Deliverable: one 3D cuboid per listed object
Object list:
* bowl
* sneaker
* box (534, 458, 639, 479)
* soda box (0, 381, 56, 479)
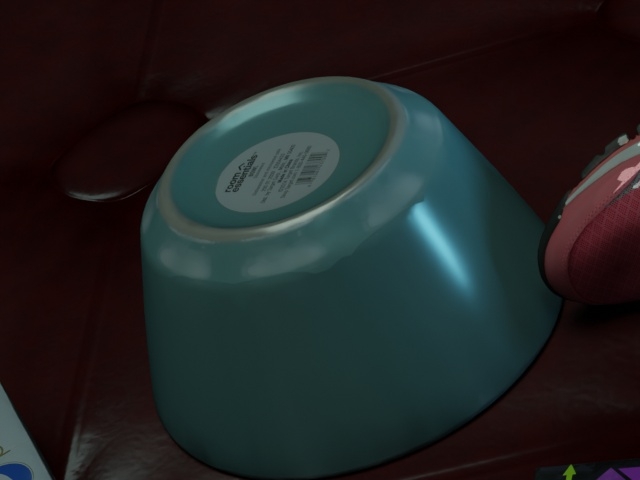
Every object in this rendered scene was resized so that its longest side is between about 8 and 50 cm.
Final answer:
[{"bbox_3d":[0.000,0.000,1.340,0.312,0.163,0.311,-15,34,11],"label":"bowl"},{"bbox_3d":[0.292,-0.015,1.228,0.314,0.116,0.136,-17,36,9],"label":"sneaker"},{"bbox_3d":[0.170,0.191,1.097,0.116,0.029,0.162,-8,38,22],"label":"box"},{"bbox_3d":[-0.211,0.176,1.303,0.069,0.074,0.216,-30,34,-10],"label":"soda box"}]
